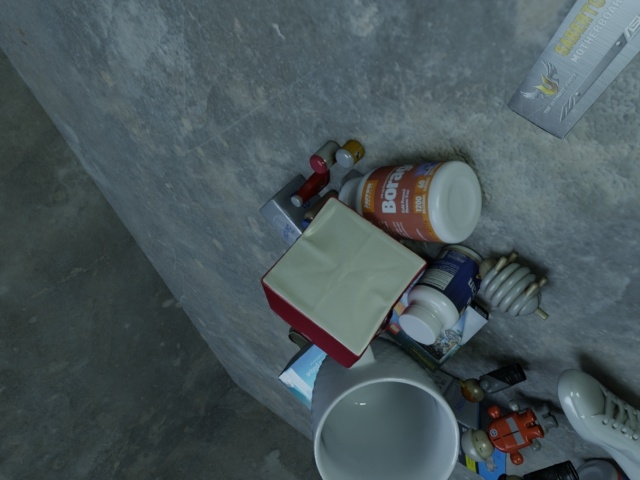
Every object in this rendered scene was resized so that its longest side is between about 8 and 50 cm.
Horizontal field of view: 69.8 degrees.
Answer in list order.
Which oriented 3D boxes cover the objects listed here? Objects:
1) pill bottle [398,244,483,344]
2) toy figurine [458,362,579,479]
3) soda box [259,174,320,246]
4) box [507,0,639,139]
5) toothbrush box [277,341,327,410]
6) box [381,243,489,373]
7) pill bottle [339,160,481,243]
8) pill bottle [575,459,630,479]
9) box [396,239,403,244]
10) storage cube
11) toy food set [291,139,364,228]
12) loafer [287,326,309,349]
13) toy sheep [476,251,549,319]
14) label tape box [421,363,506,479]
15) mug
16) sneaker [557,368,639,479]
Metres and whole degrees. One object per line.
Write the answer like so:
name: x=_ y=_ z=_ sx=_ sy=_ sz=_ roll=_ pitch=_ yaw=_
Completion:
pill bottle: x=0.210 y=0.094 z=0.794 sx=0.094 sy=0.169 sz=0.094 roll=33 pitch=150 yaw=21
toy figurine: x=0.368 y=0.371 z=0.892 sx=0.148 sy=0.210 sz=0.213 roll=-33 pitch=108 yaw=23
soda box: x=0.000 y=0.000 z=1.025 sx=0.286 sy=0.098 sz=0.091 roll=49 pitch=152 yaw=-8
box: x=0.247 y=-0.209 z=0.325 sx=0.056 sy=0.183 sz=0.231 roll=38 pitch=152 yaw=12
toothbrush box: x=0.054 y=0.437 z=1.410 sx=0.295 sy=0.126 sz=0.216 roll=44 pitch=116 yaw=0
box: x=0.188 y=0.129 z=0.913 sx=0.233 sy=0.044 sz=0.159 roll=41 pitch=115 yaw=9
pill bottle: x=0.134 y=-0.061 z=0.738 sx=0.216 sy=0.121 sz=0.121 roll=5 pitch=133 yaw=50
pill bottle: x=0.626 y=0.567 z=0.925 sx=0.221 sy=0.124 sz=0.124 roll=42 pitch=152 yaw=5
box: x=0.114 y=0.012 z=0.874 sx=0.081 sy=0.028 sz=0.136 roll=14 pitch=106 yaw=23
storage cube: x=0.031 y=0.077 z=0.764 sx=0.214 sy=0.184 sz=0.193 roll=37 pitch=163 yaw=10
toy food set: x=0.013 y=-0.086 z=0.882 sx=0.111 sy=0.104 sz=0.232 roll=34 pitch=150 yaw=19
loafer: x=-0.029 y=0.365 z=1.562 sx=0.251 sy=0.087 sz=0.095 roll=17 pitch=141 yaw=41
toy sheep: x=0.308 y=0.077 z=0.733 sx=0.132 sy=0.091 sz=0.091 roll=50 pitch=158 yaw=32
label tape box: x=0.337 y=0.460 z=1.183 sx=0.333 sy=0.106 sz=0.241 roll=21 pitch=143 yaw=38
mug: x=0.100 y=0.306 z=0.993 sx=0.328 sy=0.275 sz=0.375 roll=-108 pitch=0 yaw=-80
sneaker: x=0.522 y=0.308 z=0.759 sx=0.290 sy=0.106 sz=0.123 roll=42 pitch=143 yaw=-11
